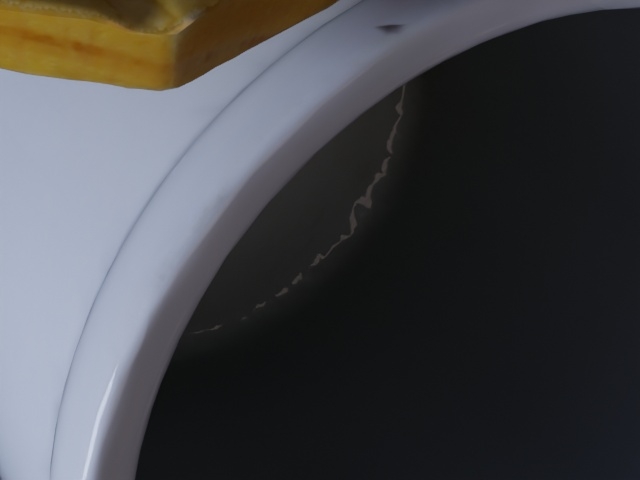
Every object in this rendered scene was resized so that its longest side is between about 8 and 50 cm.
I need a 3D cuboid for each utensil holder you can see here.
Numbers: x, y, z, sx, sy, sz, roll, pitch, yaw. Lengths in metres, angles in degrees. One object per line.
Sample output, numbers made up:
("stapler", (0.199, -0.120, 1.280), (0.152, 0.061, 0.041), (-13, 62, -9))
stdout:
("utensil holder", (0.000, 0.000, 0.703), (0.328, 0.385, 0.327), (-10, 115, -23))

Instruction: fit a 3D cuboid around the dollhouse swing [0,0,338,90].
("dollhouse swing", (-0.055, -0.275, 0.463), (0.347, 0.305, 0.315), (-31, 142, -24))
